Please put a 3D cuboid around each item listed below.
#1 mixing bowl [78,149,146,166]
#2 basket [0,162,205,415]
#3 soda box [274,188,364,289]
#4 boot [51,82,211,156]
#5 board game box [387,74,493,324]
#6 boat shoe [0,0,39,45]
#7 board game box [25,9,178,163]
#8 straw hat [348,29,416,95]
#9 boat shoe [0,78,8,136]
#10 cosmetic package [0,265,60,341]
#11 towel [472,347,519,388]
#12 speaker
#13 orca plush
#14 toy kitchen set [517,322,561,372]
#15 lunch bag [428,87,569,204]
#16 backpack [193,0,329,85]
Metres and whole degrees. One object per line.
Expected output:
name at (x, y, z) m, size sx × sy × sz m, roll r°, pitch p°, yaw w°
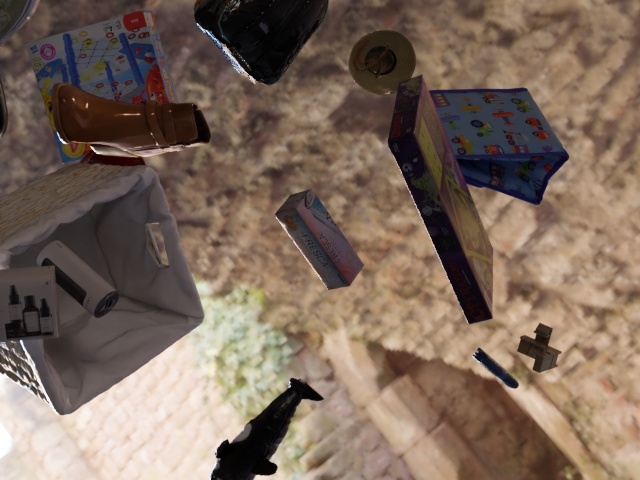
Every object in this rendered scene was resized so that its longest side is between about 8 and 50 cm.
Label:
mixing bowl at (-0.492, -0.136, 2.284) m, size 0.098 × 0.181 × 0.181 m, roll 7°, pitch 27°, yaw 41°
basket at (-0.432, 0.062, 1.755) m, size 0.331 × 0.328 × 0.266 m, roll -33°, pitch 31°, yaw -33°
soda box at (0.000, 0.000, 1.790) m, size 0.058 × 0.183 × 0.063 m, roll -13°, pitch 30°, yaw 43°
boot at (-0.330, -0.210, 1.769) m, size 0.220 × 0.109 × 0.283 m, roll -3°, pitch -17°, yaw 12°
board game box at (0.196, -0.064, 1.577) m, size 0.056 × 0.347 × 0.208 m, roll -15°, pitch 29°, yaw 23°
boat shoe at (-0.527, -0.340, 1.550) m, size 0.302 × 0.109 × 0.094 m, roll -51°, pitch 4°, yaw 21°
board game box at (-0.519, -0.372, 2.440) m, size 0.308 × 0.302 × 0.086 m, roll -14°, pitch 10°, yaw 8°
straw hat at (0.121, -0.375, 2.080) m, size 0.144 × 0.144 × 0.061 m, roll -40°, pitch 25°, yaw 3°
boat shoe at (-0.660, -0.349, 1.886) m, size 0.112 × 0.335 × 0.095 m, roll -22°, pitch 17°, yaw -26°
cosmetic package at (-0.507, 0.098, 1.466) m, size 0.239 × 0.099 × 0.060 m, roll -4°, pitch 16°, yaw -9°
towel at (0.411, 0.303, 2.350) m, size 0.029 × 0.119 × 0.067 m, roll -48°, pitch 20°, yaw 4°
speaker at (-0.378, 0.060, 1.569) m, size 0.055 × 0.136 × 0.055 m, roll -45°, pitch -18°, yaw -20°
orca plush at (-0.097, 0.404, 1.930) m, size 0.287 × 0.102 × 0.151 m, roll -42°, pitch -33°, yaw 0°
toy kitchen set at (0.408, 0.199, 1.911) m, size 0.075 × 0.083 × 0.068 m, roll -6°, pitch -67°, yaw -49°
lunch bag at (0.296, -0.203, 1.956) m, size 0.293 × 0.221 × 0.138 m, roll 6°, pitch -49°, yaw -23°
backpack at (-0.088, -0.359, 1.553) m, size 0.188 × 0.144 × 0.166 m, roll -47°, pitch -49°, yaw -3°
